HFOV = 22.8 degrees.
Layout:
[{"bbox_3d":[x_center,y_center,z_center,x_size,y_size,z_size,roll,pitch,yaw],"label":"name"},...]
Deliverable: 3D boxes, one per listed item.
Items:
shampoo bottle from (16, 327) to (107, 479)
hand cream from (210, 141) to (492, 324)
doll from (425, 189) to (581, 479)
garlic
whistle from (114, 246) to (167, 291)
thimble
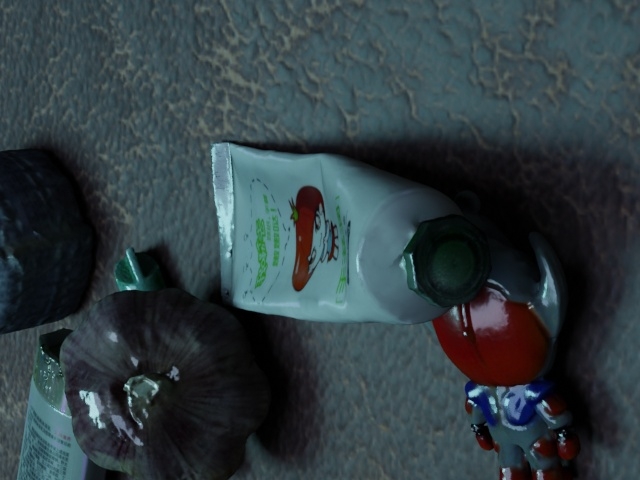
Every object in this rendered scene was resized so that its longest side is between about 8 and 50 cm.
[{"bbox_3d":[-0.217,0.189,1.334,0.086,0.056,0.227,33,123,34],"label":"shampoo bottle"},{"bbox_3d":[0.000,0.000,1.016,0.336,0.076,0.121,-170,79,-64],"label":"hand cream"},{"bbox_3d":[0.111,0.063,0.966,0.104,0.062,0.195,7,115,62],"label":"doll"},{"bbox_3d":[-0.114,0.106,1.146,0.159,0.147,0.102,45,172,9],"label":"garlic"},{"bbox_3d":[-0.116,0.095,1.218,0.039,0.039,0.186,-27,82,46],"label":"whistle"},{"bbox_3d":[-0.264,0.004,1.300,0.150,0.098,0.150,16,112,43],"label":"thimble"}]
